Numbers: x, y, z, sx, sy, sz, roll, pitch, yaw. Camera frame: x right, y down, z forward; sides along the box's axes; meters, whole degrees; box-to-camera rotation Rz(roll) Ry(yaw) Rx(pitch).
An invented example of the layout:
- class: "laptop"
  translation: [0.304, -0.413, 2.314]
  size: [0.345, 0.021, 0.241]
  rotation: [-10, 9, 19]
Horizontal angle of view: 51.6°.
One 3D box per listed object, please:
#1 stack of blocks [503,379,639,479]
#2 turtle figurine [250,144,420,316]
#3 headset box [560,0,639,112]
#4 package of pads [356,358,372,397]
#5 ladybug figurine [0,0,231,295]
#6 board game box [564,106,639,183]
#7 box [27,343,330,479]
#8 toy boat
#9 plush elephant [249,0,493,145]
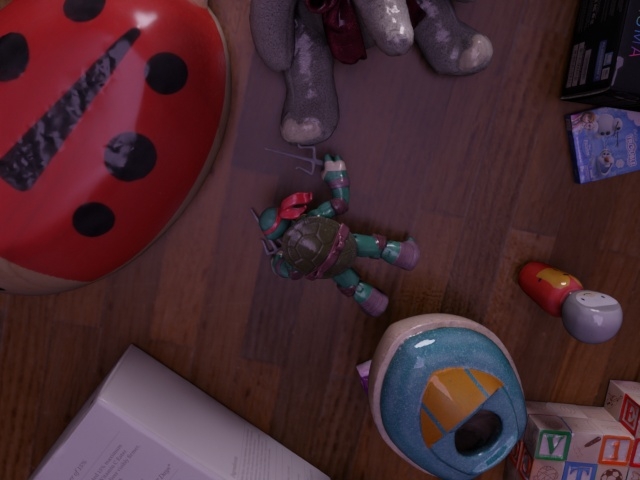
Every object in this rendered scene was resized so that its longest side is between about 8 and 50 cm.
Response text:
- class: "stack of blocks"
  translation: [0.418, 0.286, 0.901]
  size: [0.297, 0.087, 0.171]
  rotation: [6, 102, -3]
- class: "turtle figurine"
  translation: [0.000, 0.000, 0.804]
  size: [0.234, 0.118, 0.175]
  rotation: [30, 120, -22]
- class: "headset box"
  translation: [0.454, -0.262, 0.750]
  size: [0.283, 0.131, 0.246]
  rotation: [9, 97, -5]
- class: "package of pads"
  translation: [0.094, 0.178, 0.893]
  size: [0.083, 0.032, 0.050]
  rotation: [-22, 100, 3]
- class: "ladybug figurine"
  translation: [-0.283, -0.120, 0.745]
  size: [0.305, 0.162, 0.449]
  rotation: [37, 98, -9]
- class: "board game box"
  translation: [0.363, -0.126, 0.842]
  size: [0.090, 0.020, 0.090]
  rotation: [-14, 102, 0]
- class: "box"
  translation: [-0.179, 0.335, 0.847]
  size: [0.345, 0.168, 0.215]
  rotation: [38, 99, -10]
- class: "toy boat"
  translation: [0.212, 0.158, 0.814]
  size: [0.318, 0.148, 0.267]
  rotation: [-43, 122, 0]
- class: "plush elephant"
  translation: [0.045, -0.278, 0.674]
  size: [0.272, 0.255, 0.330]
  rotation: [-16, 103, 1]
